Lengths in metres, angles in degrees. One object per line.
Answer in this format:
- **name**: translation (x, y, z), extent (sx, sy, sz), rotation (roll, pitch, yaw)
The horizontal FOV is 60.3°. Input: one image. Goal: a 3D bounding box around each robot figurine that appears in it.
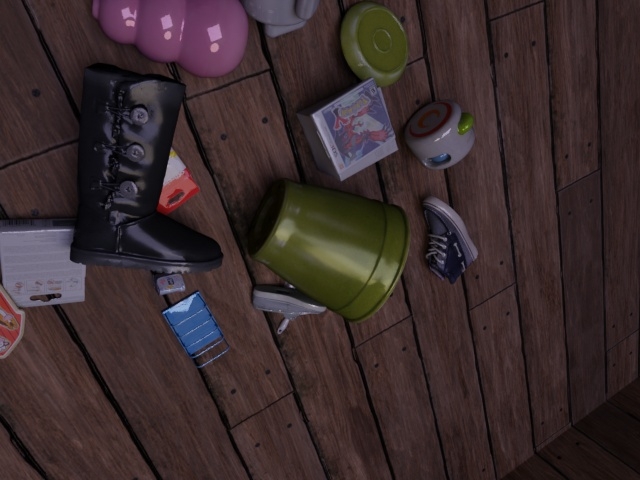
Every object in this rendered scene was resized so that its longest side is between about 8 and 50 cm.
- **robot figurine**: translation (-0.091, -0.640, 1.255), extent (0.199, 0.300, 0.353), rotation (-30, 158, -19)

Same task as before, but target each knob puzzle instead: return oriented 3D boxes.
- **knob puzzle**: translation (-0.810, 0.216, 1.327), extent (0.213, 0.030, 0.213), rotation (-10, 119, -20)

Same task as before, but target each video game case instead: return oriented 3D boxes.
- **video game case**: translation (0.090, -0.303, 1.464), extent (0.201, 0.023, 0.183), rotation (-35, 119, -14)

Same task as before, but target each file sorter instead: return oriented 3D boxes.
- **file sorter**: translation (-0.350, 0.256, 1.565), extent (0.118, 0.104, 0.170), rotation (-30, 121, -15)

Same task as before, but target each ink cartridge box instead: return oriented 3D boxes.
- **ink cartridge box**: translation (-0.422, -0.187, 1.373), extent (0.134, 0.078, 0.231), rotation (-37, 122, -10)
- **ink cartridge box**: translation (-0.679, 0.054, 1.353), extent (0.189, 0.066, 0.232), rotation (-3, 131, -28)

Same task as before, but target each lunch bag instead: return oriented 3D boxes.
- **lunch bag**: translation (-0.409, 0.117, 1.491), extent (0.071, 0.083, 0.053), rotation (-9, 113, -25)

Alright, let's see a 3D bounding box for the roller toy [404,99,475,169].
- **roller toy**: translation (0.366, -0.320, 1.692), extent (0.191, 0.209, 0.146), rotation (-41, 124, 6)

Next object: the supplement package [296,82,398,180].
- **supplement package**: translation (0.077, -0.309, 1.558), extent (0.203, 0.149, 0.194), rotation (-30, 119, -16)

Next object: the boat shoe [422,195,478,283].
- **boat shoe**: translation (0.415, 0.010, 1.876), extent (0.158, 0.127, 0.340), rotation (-51, 125, -12)

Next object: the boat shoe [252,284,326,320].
- **boat shoe**: translation (-0.096, 0.194, 1.660), extent (0.227, 0.079, 0.081), rotation (12, 109, 2)

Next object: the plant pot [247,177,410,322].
- **plant pot**: translation (0.000, 0.000, 1.541), extent (0.352, 0.366, 0.367), rotation (24, 96, -22)

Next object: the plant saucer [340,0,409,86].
- **plant saucer**: translation (0.164, -0.552, 1.535), extent (0.240, 0.037, 0.241), rotation (1, 89, -34)

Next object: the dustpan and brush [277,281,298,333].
- **dustpan and brush**: translation (-0.076, 0.206, 1.733), extent (0.147, 0.060, 0.211), rotation (30, 86, -22)

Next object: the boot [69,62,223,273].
- **boot**: translation (-0.375, -0.156, 1.289), extent (0.366, 0.146, 0.446), rotation (4, 104, -28)

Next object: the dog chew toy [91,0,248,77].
- **dog chew toy**: translation (-0.336, -0.489, 1.243), extent (0.331, 0.206, 0.207), rotation (6, 105, -22)
